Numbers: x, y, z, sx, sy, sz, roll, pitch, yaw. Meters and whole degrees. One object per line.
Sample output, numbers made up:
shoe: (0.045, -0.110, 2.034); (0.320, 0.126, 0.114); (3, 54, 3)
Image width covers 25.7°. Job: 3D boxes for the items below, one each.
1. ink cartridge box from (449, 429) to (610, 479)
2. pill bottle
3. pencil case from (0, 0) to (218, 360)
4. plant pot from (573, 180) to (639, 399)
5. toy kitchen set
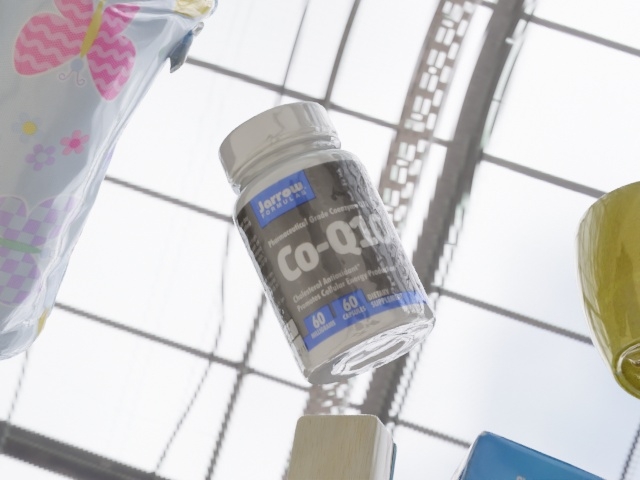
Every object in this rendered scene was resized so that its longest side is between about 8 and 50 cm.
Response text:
ink cartridge box: (0.205, 0.312, 0.696); (0.395, 0.285, 0.166); (22, -38, 2)
pill bottle: (0.000, 0.000, 0.748); (0.078, 0.078, 0.137); (-33, -110, 23)
pencil case: (-0.168, -0.062, 0.824); (0.113, 0.124, 0.273); (45, -68, 38)
plant pot: (0.212, 0.042, 0.833); (0.134, 0.134, 0.095); (-8, -135, 27)
toy kitchen set: (-0.042, 0.198, 0.895); (0.207, 0.166, 0.122); (-2, -121, 22)
